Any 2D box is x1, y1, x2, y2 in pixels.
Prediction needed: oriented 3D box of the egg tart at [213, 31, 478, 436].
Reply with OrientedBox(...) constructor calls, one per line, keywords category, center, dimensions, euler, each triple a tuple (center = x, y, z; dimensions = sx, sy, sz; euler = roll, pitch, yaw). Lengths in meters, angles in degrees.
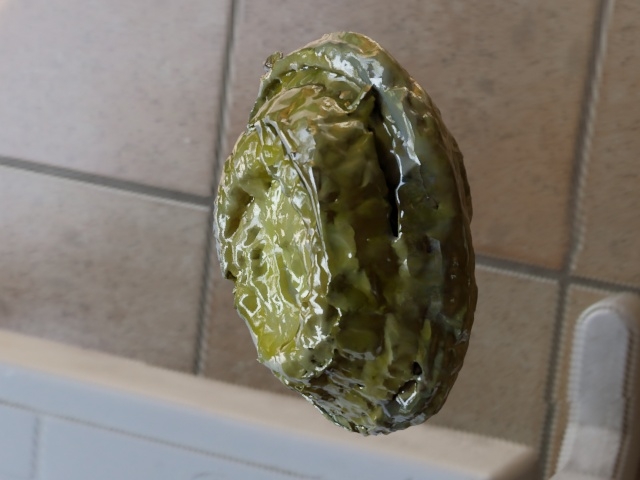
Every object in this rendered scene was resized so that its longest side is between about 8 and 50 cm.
OrientedBox(category="egg tart", center=(0.000, 0.000, 0.966), dimensions=(0.279, 0.095, 0.278), euler=(21, 114, 58))
